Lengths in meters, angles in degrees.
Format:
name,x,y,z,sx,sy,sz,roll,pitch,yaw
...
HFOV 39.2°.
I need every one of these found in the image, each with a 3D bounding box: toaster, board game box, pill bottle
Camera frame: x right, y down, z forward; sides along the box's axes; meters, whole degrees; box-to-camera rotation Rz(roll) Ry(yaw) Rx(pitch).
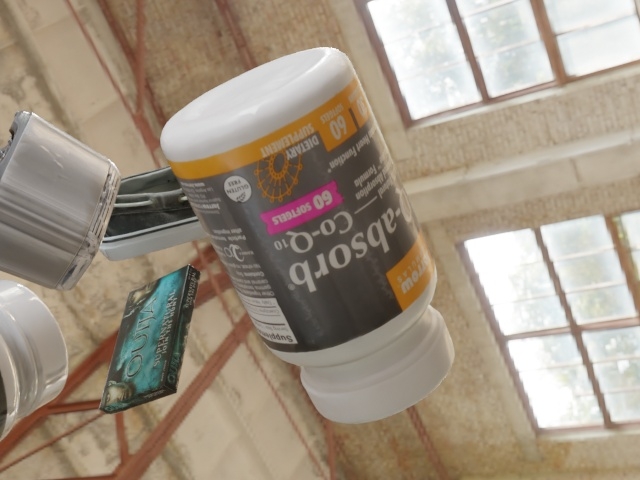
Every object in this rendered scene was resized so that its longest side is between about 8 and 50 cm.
name,x,y,z,sx,sy,sz,roll,pitch,yaw
toaster,-0.332,-0.039,1.066,0.147,0.129,0.227,26,-143,-20
board game box,-0.224,0.130,1.188,0.026,0.126,0.186,40,-140,-35
pill bottle,0.000,0.000,0.729,0.278,0.162,0.162,64,-147,-21
pill bottle,-0.376,0.140,0.800,0.283,0.161,0.161,-29,-76,-53

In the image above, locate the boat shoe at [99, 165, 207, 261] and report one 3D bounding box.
name,x,y,z,sx,sy,sz,roll,pitch,yaw
boat shoe,-0.174,-0.076,1.294,0.121,0.335,0.119,-129,19,-58
